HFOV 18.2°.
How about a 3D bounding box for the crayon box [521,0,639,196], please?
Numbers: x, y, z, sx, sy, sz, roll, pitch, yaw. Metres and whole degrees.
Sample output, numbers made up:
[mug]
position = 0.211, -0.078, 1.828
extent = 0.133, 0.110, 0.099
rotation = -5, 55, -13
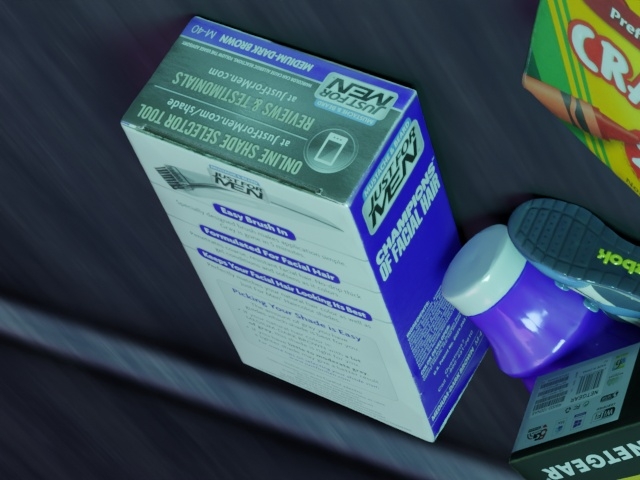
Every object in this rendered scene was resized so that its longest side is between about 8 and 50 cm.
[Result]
[crayon box]
position = 0.205, -0.109, 0.944
extent = 0.202, 0.081, 0.318
rotation = 46, 161, 19

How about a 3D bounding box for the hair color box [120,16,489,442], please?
[hair color box]
position = 0.000, 0.000, 1.451
extent = 0.185, 0.110, 0.339
rotation = 21, 157, 25

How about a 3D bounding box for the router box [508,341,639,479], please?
[router box]
position = 0.313, 0.148, 1.262
extent = 0.243, 0.081, 0.309
rotation = 42, 139, -22

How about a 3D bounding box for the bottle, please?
[bottle]
position = 0.207, 0.098, 1.411
extent = 0.283, 0.092, 0.118
rotation = 40, 166, -18

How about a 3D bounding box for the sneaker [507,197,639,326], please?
[sneaker]
position = 0.189, 0.022, 1.337
extent = 0.144, 0.053, 0.059
rotation = 28, 159, 9
